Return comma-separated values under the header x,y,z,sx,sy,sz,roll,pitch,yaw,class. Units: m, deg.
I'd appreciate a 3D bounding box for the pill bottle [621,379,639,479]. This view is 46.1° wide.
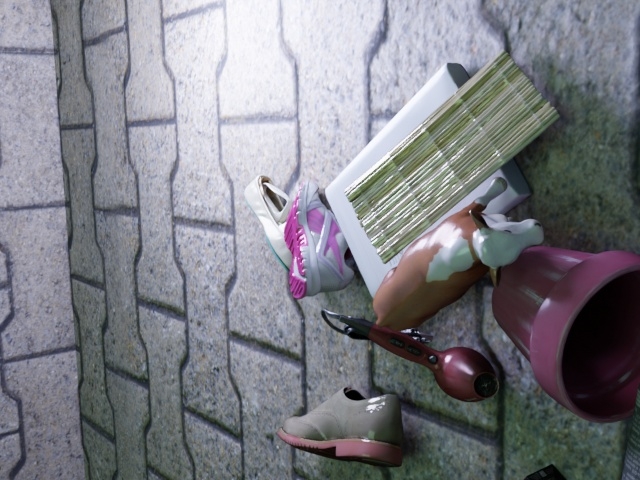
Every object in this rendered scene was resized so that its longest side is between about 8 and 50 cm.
x,y,z,sx,sy,sz,roll,pitch,yaw,class
0.410,0.271,0.809,0.162,0.162,0.278,13,95,50,pill bottle

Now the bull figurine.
x,y,z,sx,sy,sz,roll,pitch,yaw,class
0.184,0.020,1.016,0.101,0.188,0.310,50,137,1,bull figurine

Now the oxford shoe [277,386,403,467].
x,y,z,sx,sy,sz,roll,pitch,yaw,class
0.041,0.339,1.396,0.348,0.123,0.130,-13,60,53,oxford shoe

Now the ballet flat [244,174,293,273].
x,y,z,sx,sy,sz,roll,pitch,yaw,class
-0.076,-0.036,1.486,0.248,0.086,0.086,56,135,31,ballet flat

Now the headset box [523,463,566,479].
x,y,z,sx,sy,sz,roll,pitch,yaw,class
0.304,0.365,1.077,0.032,0.062,0.083,49,131,36,headset box

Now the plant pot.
x,y,z,sx,sy,sz,roll,pitch,yaw,class
0.315,0.094,0.926,0.180,0.201,0.201,-143,55,-61,plant pot

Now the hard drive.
x,y,z,sx,sy,sz,roll,pitch,yaw,class
0.153,-0.079,1.204,0.353,0.047,0.233,-44,62,46,hard drive

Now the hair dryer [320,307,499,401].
x,y,z,sx,sy,sz,roll,pitch,yaw,class
0.149,0.181,1.118,0.294,0.224,0.080,14,88,48,hair dryer

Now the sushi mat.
x,y,z,sx,sy,sz,roll,pitch,yaw,class
0.172,-0.116,1.059,0.316,0.019,0.151,-41,54,18,sushi mat

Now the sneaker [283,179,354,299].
x,y,z,sx,sy,sz,roll,pitch,yaw,class
0.000,0.000,1.376,0.103,0.111,0.252,118,153,-51,sneaker
